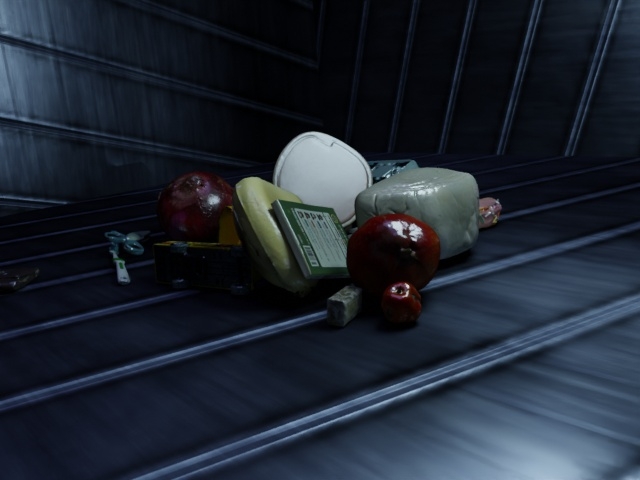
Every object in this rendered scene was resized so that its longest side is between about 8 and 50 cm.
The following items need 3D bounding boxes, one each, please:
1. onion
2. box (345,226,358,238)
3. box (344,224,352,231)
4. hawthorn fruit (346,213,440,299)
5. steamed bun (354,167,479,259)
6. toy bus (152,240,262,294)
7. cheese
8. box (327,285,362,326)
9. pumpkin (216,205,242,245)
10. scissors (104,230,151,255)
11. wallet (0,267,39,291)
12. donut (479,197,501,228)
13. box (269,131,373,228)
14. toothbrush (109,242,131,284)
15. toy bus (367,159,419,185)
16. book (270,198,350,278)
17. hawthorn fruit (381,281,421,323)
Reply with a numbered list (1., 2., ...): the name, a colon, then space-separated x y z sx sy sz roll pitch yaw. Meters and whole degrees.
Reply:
1. onion: -0.415 -0.111 2.115 0.276 0.276 0.276 -5 14 1
2. box: 0.088 0.023 1.771 0.242 0.067 0.155 -18 20 -40
3. box: -0.047 -0.083 2.085 0.273 0.143 0.184 -8 14 -16
4. hawthorn fruit: 0.165 0.038 1.400 0.215 0.215 0.249 -8 2 -10
5. steamed bun: 0.290 -0.068 1.683 0.383 0.247 0.236 -16 15 -39
6. toy bus: -0.292 0.064 1.648 0.335 0.121 0.123 2 9 31
7. cheese: -0.094 -0.003 1.534 0.128 0.316 0.259 -37 -37 29
8. box: 0.052 0.139 1.334 0.045 0.062 0.098 8 16 28
9. pumpkin: -0.204 -0.008 1.785 0.190 0.139 0.280 13 10 -9
10. scissors: -0.635 -0.005 2.141 0.138 0.041 0.289 28 9 0
11. wallet: -0.961 0.116 1.827 0.229 0.049 0.182 -4 11 0
12. donut: 0.461 -0.083 2.009 0.232 0.085 0.199 -1 14 15
13. box: -0.019 -0.149 1.878 0.300 0.301 0.216 -10 -10 -19
14. toothbrush: -0.618 0.070 1.916 0.042 0.040 0.418 6 13 -23
15. toy bus: 0.209 -0.158 2.124 0.183 0.199 0.343 -38 21 -17
16. book: 0.000 0.000 1.526 0.027 0.202 0.264 -35 -18 25
17. hawthorn fruit: 0.166 0.126 1.286 0.093 0.093 0.093 -5 14 1
